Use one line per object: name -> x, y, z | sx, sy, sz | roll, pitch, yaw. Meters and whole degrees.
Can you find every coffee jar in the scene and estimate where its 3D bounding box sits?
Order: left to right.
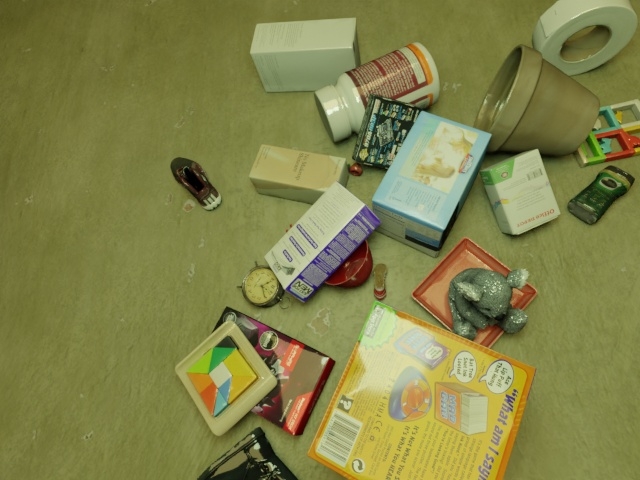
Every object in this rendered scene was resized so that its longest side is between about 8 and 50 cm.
coffee jar -> 0.852, -0.142, 1.244 | 0.184, 0.079, 0.096 | -41, 60, -7

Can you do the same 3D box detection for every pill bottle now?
pill bottle -> 0.191, -0.507, 1.434 | 0.392, 0.224, 0.224 | -23, 66, 0

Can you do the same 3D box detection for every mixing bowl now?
mixing bowl -> 0.093, 0.075, 1.266 | 0.181, 0.098, 0.182 | -25, 44, 27

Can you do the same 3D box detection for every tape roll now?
tape roll -> 0.858, -0.681, 1.351 | 0.286, 0.286, 0.100 | -5, 68, 8

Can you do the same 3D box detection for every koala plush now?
koala plush -> 0.432, 0.142, 1.075 | 0.196, 0.221, 0.203 | -13, 66, 5

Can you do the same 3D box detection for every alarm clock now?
alarm clock -> -0.168, 0.159, 1.308 | 0.192, 0.064, 0.129 | 33, 83, 27

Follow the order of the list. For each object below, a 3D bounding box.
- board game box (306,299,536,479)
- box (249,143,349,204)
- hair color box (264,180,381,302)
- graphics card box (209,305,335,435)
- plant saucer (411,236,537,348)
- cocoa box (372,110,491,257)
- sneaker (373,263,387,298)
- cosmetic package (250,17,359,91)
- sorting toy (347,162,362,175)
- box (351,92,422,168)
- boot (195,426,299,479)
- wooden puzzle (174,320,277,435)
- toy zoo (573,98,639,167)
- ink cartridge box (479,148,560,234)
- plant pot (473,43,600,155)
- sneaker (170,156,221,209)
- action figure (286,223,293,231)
board game box -> 0.230, 0.409, 0.980 | 0.356, 0.356, 0.357 | 22, 73, 18
box -> -0.070, -0.222, 1.419 | 0.311, 0.121, 0.148 | 11, 70, 15
hair color box -> 0.000, 0.000, 1.255 | 0.339, 0.110, 0.185 | -45, 40, 3
graphics card box -> -0.172, 0.375, 1.211 | 0.370, 0.094, 0.233 | 22, 74, 19
plant saucer -> 0.447, 0.160, 1.212 | 0.258, 0.048, 0.259 | -44, 67, -9
cocoa box -> 0.336, -0.171, 1.267 | 0.231, 0.228, 0.347 | 25, 75, 19
sneaker -> 0.187, 0.130, 1.280 | 0.042, 0.067, 0.118 | 2, 38, 13
cosmetic package -> -0.047, -0.697, 1.561 | 0.384, 0.217, 0.156 | 2, 69, 9
sorting toy -> 0.101, -0.262, 1.439 | 0.101, 0.061, 0.042 | 21, 71, -7
box -> 0.218, -0.352, 1.356 | 0.175, 0.051, 0.220 | 9, 112, -14
boot -> -0.197, 0.663, 1.096 | 0.246, 0.094, 0.207 | -37, 63, -12
wooden puzzle -> -0.272, 0.380, 1.154 | 0.221, 0.044, 0.239 | -42, 68, -6
toy zoo -> 0.966, -0.356, 1.336 | 0.293, 0.030, 0.192 | -12, 67, 6
ink cartridge box -> 0.598, -0.143, 1.236 | 0.154, 0.093, 0.213 | -24, 95, 1
plant pot -> 0.672, -0.400, 1.273 | 0.280, 0.323, 0.323 | 20, 72, 4
sneaker -> -0.472, -0.243, 1.478 | 0.106, 0.162, 0.281 | -44, 68, -9
action figure -> -0.063, -0.017, 1.387 | 0.115, 0.030, 0.038 | 29, 71, 18
